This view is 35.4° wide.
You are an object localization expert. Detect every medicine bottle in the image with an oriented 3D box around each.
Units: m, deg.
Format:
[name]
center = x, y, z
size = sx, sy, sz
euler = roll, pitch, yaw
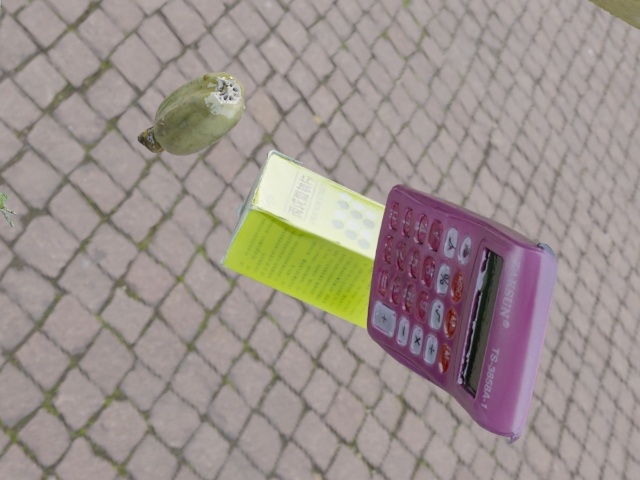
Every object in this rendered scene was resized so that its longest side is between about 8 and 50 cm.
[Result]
[medicine bottle]
center = 0.000, 0.000, 1.432
size = 0.250, 0.141, 0.137
euler = 24, 42, -7

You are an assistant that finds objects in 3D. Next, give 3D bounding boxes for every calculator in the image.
[calculator]
center = 0.091, 0.039, 0.678
size = 0.034, 0.190, 0.126
euler = 1, 106, -26

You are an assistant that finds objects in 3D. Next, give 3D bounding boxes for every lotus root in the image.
[lotus root]
center = -0.168, -0.160, 1.325
size = 0.077, 0.183, 0.090
euler = 35, 49, -31

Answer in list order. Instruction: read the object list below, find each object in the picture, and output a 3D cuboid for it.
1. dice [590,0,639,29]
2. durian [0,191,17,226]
[dice]
center = 0.223, -0.211, 0.573
size = 0.169, 0.169, 0.166
euler = 30, 8, -4
[durian]
center = -0.597, -0.110, 1.703
size = 0.086, 0.100, 0.215
euler = -51, 124, -38
